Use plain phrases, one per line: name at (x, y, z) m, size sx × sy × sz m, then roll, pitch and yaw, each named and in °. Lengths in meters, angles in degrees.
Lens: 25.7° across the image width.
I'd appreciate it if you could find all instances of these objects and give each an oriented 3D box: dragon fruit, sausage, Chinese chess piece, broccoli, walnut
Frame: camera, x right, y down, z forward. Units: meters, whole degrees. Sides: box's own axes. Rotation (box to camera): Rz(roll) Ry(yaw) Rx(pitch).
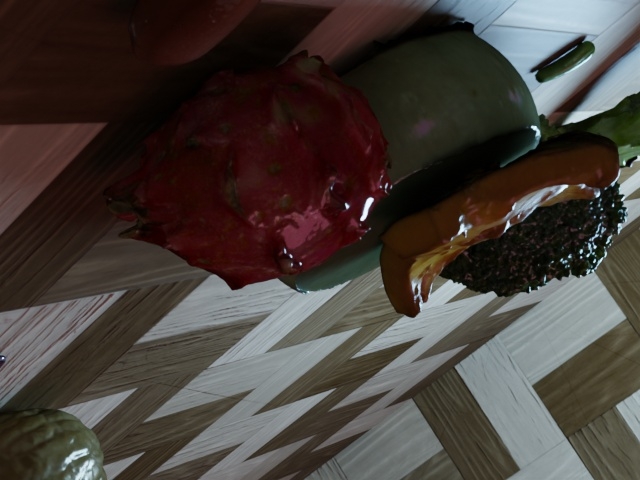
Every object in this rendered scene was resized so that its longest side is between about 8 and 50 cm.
dragon fruit at (-0.066, -0.054, 1.276) m, size 0.268 × 0.210 × 0.205 m, roll -14°, pitch 141°, yaw 0°
sausage at (-0.072, -0.198, 1.027) m, size 0.194 × 0.077 × 0.077 m, roll -42°, pitch 163°, yaw 33°
Chinese chess piece at (0.072, -0.086, 1.548) m, size 0.349 × 0.146 × 0.349 m, roll -30°, pitch 166°, yaw -8°
broccoli at (0.251, -0.060, 1.827) m, size 0.235 × 0.288 × 0.260 m, roll 128°, pitch -18°, yaw -71°
walnut at (-0.388, 0.329, 1.815) m, size 0.261 × 0.225 × 0.225 m, roll -24°, pitch 164°, yaw -50°
broccoli at (0.506, -0.214, 2.057) m, size 0.361 × 0.252 × 0.221 m, roll 0°, pitch -175°, yaw 39°

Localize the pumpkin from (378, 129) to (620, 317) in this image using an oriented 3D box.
pumpkin at (0.173, -0.025, 1.478) m, size 0.290 × 0.095 × 0.258 m, roll -31°, pitch 171°, yaw 7°

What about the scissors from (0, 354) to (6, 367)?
scissors at (-0.437, 0.186, 1.608) m, size 0.176 × 0.022 × 0.085 m, roll -39°, pitch 168°, yaw 12°

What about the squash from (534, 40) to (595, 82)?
squash at (0.321, -0.232, 1.839) m, size 0.089 × 0.027 × 0.027 m, roll -32°, pitch 166°, yaw 3°
